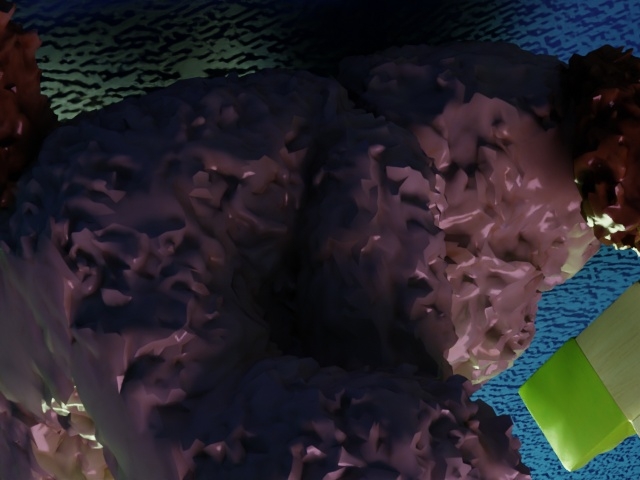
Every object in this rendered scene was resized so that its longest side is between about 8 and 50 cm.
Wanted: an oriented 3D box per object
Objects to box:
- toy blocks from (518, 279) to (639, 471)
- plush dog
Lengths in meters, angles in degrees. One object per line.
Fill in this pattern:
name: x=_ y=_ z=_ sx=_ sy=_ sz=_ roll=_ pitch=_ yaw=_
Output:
toy blocks: x=0.304 y=-0.018 z=0.656 sx=0.260 sy=0.191 sz=0.381 roll=-9 pitch=148 yaw=-42
plush dog: x=0.000 y=0.000 z=0.504 sx=0.225 sy=0.211 sz=0.262 roll=-20 pitch=-179 yaw=-30
